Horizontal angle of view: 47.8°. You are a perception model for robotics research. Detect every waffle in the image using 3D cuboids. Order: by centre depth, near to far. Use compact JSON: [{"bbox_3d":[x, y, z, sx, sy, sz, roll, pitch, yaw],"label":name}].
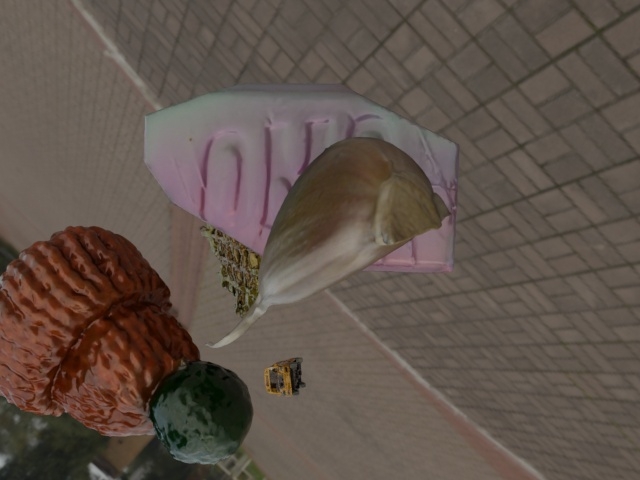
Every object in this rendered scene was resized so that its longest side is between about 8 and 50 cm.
[{"bbox_3d":[-0.127,-0.006,1.147,0.254,0.052,0.245,62,148,34],"label":"waffle"}]

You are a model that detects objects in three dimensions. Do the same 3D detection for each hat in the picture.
[{"bbox_3d":[-0.267,0.175,1.035,0.400,0.285,0.285,34,159,10],"label":"hat"}]

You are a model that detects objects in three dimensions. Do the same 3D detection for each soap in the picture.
[{"bbox_3d":[-0.019,-0.068,0.773,0.324,0.192,0.109,3,-179,7],"label":"soap"}]

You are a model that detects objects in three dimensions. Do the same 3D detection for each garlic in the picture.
[{"bbox_3d":[0.000,0.002,0.645,0.266,0.149,0.128,-44,70,40],"label":"garlic"}]

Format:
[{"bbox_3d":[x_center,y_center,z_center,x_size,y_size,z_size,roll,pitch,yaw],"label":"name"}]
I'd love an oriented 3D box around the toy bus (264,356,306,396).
[{"bbox_3d":[-0.077,0.293,1.554,0.162,0.074,0.069,34,-130,-83],"label":"toy bus"}]
